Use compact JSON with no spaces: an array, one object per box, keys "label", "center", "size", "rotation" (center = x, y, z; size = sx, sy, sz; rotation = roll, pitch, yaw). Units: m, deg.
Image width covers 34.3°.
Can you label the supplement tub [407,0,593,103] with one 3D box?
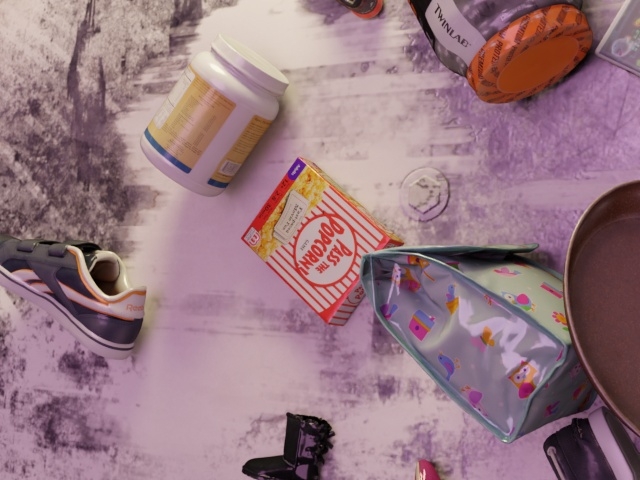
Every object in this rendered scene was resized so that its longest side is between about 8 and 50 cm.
[{"label":"supplement tub","center":[0.193,-0.338,1.272],"size":[0.193,0.193,0.316],"rotation":[-33,66,23]}]

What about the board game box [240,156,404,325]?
[{"label":"board game box","center":[0.000,0.000,1.422],"size":[0.193,0.045,0.147],"rotation":[42,104,29]}]

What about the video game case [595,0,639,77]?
[{"label":"video game case","center":[0.443,-0.265,1.209],"size":[0.173,0.022,0.190],"rotation":[35,101,31]}]

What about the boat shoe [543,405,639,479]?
[{"label":"boat shoe","center":[0.342,0.334,1.131],"size":[0.091,0.114,0.302],"rotation":[-34,55,22]}]

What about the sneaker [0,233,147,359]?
[{"label":"sneaker","center":[-0.393,0.049,1.609],"size":[0.321,0.126,0.127],"rotation":[31,103,20]}]

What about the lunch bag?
[{"label":"lunch bag","center":[0.193,0.084,1.185],"size":[0.262,0.223,0.160],"rotation":[38,113,30]}]

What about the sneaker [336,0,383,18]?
[{"label":"sneaker","center":[0.019,-0.369,1.457],"size":[0.158,0.065,0.061],"rotation":[35,101,30]}]

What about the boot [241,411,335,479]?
[{"label":"boot","center":[-0.044,0.282,1.405],"size":[0.121,0.045,0.099],"rotation":[10,90,25]}]

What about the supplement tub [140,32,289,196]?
[{"label":"supplement tub","center":[-0.150,-0.179,1.483],"size":[0.144,0.144,0.199],"rotation":[44,105,29]}]

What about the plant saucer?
[{"label":"plant saucer","center":[0.371,0.086,1.070],"size":[0.050,0.310,0.310],"rotation":[-45,56,57]}]

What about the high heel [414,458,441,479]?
[{"label":"high heel","center":[0.187,0.375,1.249],"size":[0.117,0.082,0.244],"rotation":[-12,58,-3]}]
